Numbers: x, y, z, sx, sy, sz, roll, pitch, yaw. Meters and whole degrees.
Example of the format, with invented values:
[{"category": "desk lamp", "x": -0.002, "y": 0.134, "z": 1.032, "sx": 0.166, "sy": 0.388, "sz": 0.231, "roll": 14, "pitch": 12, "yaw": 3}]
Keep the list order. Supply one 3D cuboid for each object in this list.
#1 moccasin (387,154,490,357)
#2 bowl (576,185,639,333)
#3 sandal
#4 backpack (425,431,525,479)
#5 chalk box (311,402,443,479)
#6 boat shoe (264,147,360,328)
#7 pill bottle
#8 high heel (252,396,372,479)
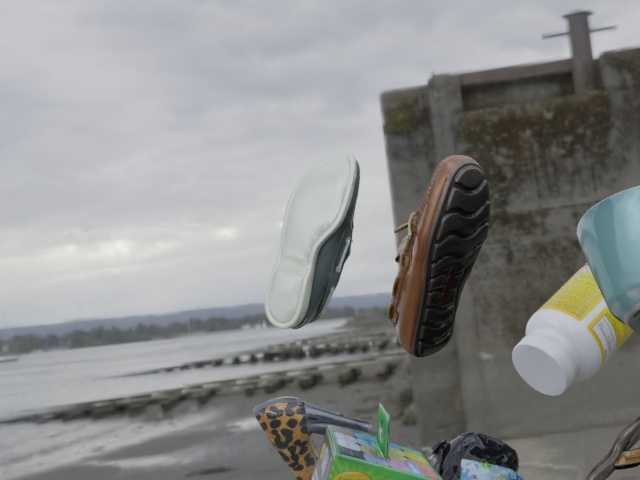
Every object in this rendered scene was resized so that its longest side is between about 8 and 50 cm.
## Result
[{"category": "moccasin", "x": 0.190, "y": 0.019, "z": 1.468, "sx": 0.139, "sy": 0.380, "sz": 0.147, "roll": -18, "pitch": 44, "yaw": -25}, {"category": "bowl", "x": 0.563, "y": 0.050, "z": 1.344, "sx": 0.311, "sy": 0.163, "sz": 0.311, "roll": 4, "pitch": -26, "yaw": 2}, {"category": "sandal", "x": 0.588, "y": 0.419, "z": 1.665, "sx": 0.060, "sy": 0.219, "sz": 0.090, "roll": 39, "pitch": -7, "yaw": 33}, {"category": "backpack", "x": 0.271, "y": 0.574, "z": 1.554, "sx": 0.273, "sy": 0.356, "sz": 0.290, "roll": 24, "pitch": -36, "yaw": -4}, {"category": "chalk box", "x": 0.057, "y": 0.301, "z": 1.006, "sx": 0.132, "sy": 0.213, "sz": 0.132, "roll": 17, "pitch": 2, "yaw": -4}, {"category": "boat shoe", "x": 0.000, "y": 0.000, "z": 1.476, "sx": 0.116, "sy": 0.320, "sz": 0.099, "roll": 24, "pitch": 7, "yaw": 36}, {"category": "pill bottle", "x": 0.592, "y": 0.198, "z": 1.969, "sx": 0.334, "sy": 0.188, "sz": 0.188, "roll": -36, "pitch": 11, "yaw": -30}, {"category": "high heel", "x": -0.053, "y": 0.362, "z": 1.322, "sx": 0.186, "sy": 0.261, "sz": 0.093, "roll": 19, "pitch": 13, "yaw": -18}]
